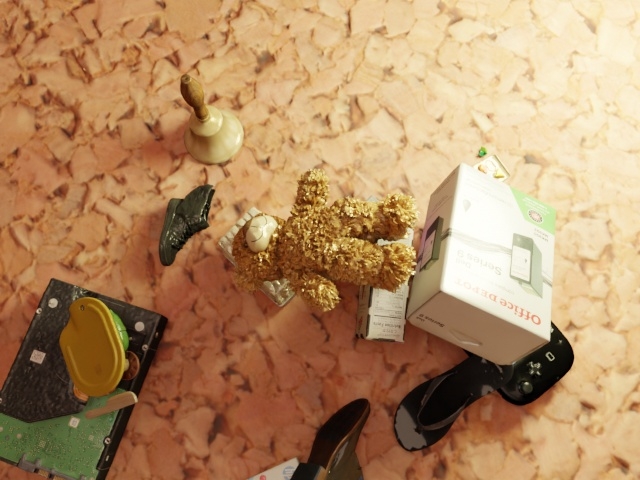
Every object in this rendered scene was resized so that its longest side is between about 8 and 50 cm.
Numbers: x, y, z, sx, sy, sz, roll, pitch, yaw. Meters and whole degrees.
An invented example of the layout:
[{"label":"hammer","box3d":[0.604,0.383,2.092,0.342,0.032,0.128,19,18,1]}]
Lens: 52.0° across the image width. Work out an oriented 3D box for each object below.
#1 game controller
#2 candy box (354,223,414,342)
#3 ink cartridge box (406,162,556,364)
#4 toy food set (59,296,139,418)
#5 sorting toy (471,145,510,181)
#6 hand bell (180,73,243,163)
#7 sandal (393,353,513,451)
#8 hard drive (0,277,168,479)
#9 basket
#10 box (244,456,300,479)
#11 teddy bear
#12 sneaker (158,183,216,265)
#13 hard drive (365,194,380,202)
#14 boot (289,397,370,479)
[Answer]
[{"label":"game controller","box3d":[0.319,0.142,1.217,0.166,0.067,0.319,-37,77,-7]},{"label":"candy box","box3d":[0.115,0.065,1.184,0.071,0.159,0.233,7,83,-3]},{"label":"ink cartridge box","box3d":[0.287,0.039,1.142,0.211,0.121,0.289,24,53,-10]},{"label":"toy food set","box3d":[-0.384,0.207,1.176,0.128,0.071,0.217,-30,73,19]},{"label":"sorting toy","box3d":[0.335,-0.149,1.321,0.062,0.012,0.083,-31,76,-5]},{"label":"hand bell","box3d":[-0.228,-0.248,1.257,0.126,0.242,0.126,-1,75,2]},{"label":"sandal","box3d":[0.225,0.277,1.161,0.254,0.054,0.097,-44,76,12]},{"label":"hard drive","box3d":[-0.457,0.265,1.225,0.237,0.064,0.338,17,76,7]},{"label":"basket","box3d":[-0.100,0.029,1.249,0.167,0.103,0.113,42,82,11]},{"label":"box","box3d":[-0.100,0.490,1.160,0.186,0.038,0.145,-23,76,-4]},{"label":"teddy bear","box3d":[0.000,0.000,1.090,0.338,0.113,0.245,16,85,24]},{"label":"sneaker","box3d":[-0.262,-0.030,1.299,0.089,0.051,0.170,3,72,8]},{"label":"hard drive","box3d":[0.090,-0.010,1.291,0.094,0.022,0.135,42,81,12]},{"label":"boot","box3d":[0.039,0.392,1.170,0.219,0.082,0.106,-48,114,-29]}]
